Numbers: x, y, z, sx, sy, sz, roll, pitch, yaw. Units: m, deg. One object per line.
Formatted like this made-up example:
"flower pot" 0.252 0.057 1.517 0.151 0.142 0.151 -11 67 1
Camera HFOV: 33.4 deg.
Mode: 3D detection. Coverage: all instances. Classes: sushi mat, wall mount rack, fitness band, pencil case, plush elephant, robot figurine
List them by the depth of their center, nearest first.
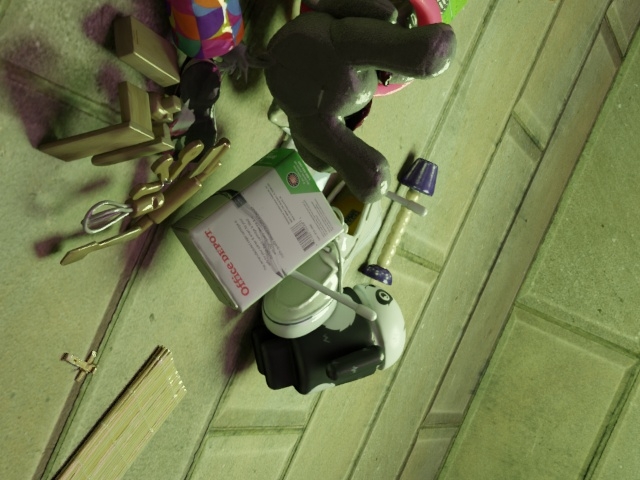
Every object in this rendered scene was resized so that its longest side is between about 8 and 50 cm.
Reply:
"pencil case" -0.154 -0.333 1.295 0.104 0.104 0.236 -51 153 -29
"plush elephant" 0.029 -0.250 1.523 0.255 0.330 0.272 -47 158 -59
"sushi mat" -0.319 0.322 1.660 0.316 0.019 0.151 -53 154 -26
"fitness band" 0.079 -0.343 1.699 0.209 0.054 0.291 -52 135 4
"wall mount rack" 0.005 -0.033 1.772 0.304 0.130 0.350 33 81 -40
"robot figurine" 0.018 0.177 1.950 0.278 0.209 0.174 -15 154 -14

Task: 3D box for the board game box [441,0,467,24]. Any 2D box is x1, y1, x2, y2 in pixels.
"board game box" 0.207 -0.433 2.020 0.259 0.039 0.124 -53 153 -32

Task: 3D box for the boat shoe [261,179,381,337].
"boat shoe" 0.008 0.002 1.895 0.367 0.135 0.156 -51 153 -35

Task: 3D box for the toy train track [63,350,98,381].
"toy train track" -0.333 0.175 1.499 0.048 0.014 0.083 -61 155 -11

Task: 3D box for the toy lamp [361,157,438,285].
"toy lamp" 0.174 -0.042 2.264 0.080 0.080 0.275 13 99 -66

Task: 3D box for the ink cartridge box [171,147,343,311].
"ink cartridge box" -0.094 -0.018 1.587 0.208 0.087 0.153 -38 111 -19

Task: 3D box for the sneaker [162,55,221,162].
"sneaker" -0.168 -0.184 1.441 0.077 0.072 0.178 -97 -155 -46

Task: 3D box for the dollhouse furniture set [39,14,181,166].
"dollhouse furniture set" -0.257 -0.176 1.314 0.144 0.123 0.151 26 54 -66

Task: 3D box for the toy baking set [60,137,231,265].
"toy baking set" -0.228 -0.057 1.396 0.256 0.030 0.197 -41 169 5

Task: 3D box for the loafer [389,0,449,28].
"loafer" 0.106 -0.369 1.811 0.251 0.087 0.094 -35 138 -20
